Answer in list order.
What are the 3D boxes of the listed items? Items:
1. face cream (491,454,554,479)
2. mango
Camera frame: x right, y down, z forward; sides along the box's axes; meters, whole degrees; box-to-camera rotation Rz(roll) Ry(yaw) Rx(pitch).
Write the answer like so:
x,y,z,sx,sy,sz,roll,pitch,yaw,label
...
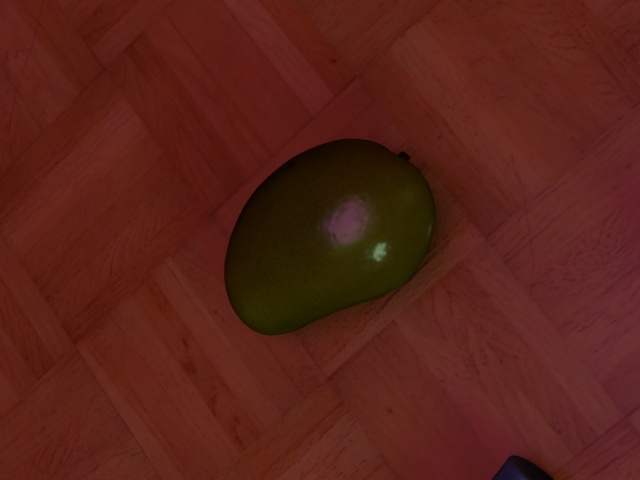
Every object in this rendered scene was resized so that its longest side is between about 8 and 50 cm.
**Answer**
x,y,z,sx,sy,sz,roll,pitch,yaw,label
0.161,0.350,1.603,0.077,0.077,0.250,39,102,23,face cream
0.000,-0.009,1.674,0.273,0.149,0.185,-23,79,26,mango
